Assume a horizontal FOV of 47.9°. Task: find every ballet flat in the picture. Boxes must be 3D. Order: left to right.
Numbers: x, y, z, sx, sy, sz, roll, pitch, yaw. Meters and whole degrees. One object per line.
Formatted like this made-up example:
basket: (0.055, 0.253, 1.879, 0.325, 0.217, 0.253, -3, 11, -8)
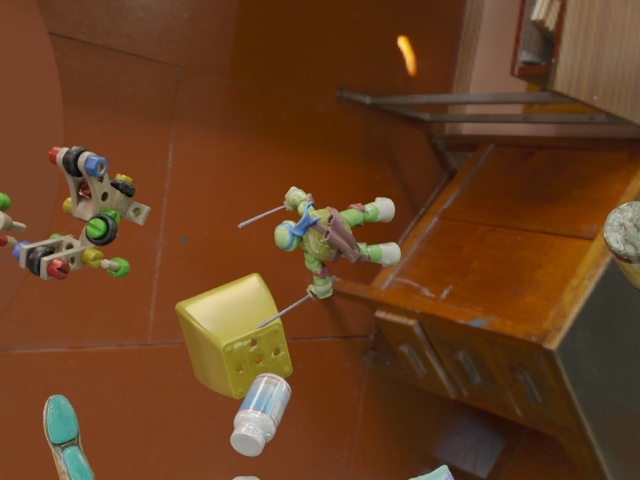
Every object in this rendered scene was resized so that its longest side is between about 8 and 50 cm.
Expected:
ballet flat: (-0.510, 0.411, 1.431, 0.073, 0.067, 0.206, -3, 60, -43)

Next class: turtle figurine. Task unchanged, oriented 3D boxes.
turtle figurine: (0.000, 0.000, 1.369, 0.266, 0.198, 0.275, -4, 141, -31)

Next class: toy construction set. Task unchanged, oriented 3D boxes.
toy construction set: (-0.485, -0.031, 1.412, 0.237, 0.308, 0.258, 29, 54, -72)

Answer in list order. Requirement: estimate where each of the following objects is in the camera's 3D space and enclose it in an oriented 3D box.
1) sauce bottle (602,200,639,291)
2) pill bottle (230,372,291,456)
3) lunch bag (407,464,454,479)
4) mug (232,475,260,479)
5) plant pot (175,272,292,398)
sauce bottle: (0.617, 0.040, 1.331, 0.344, 0.111, 0.112, 32, 76, -49)
pill bottle: (-0.122, 0.350, 1.448, 0.160, 0.087, 0.087, -62, 137, -53)
lunch bag: (0.088, 0.431, 0.879, 0.262, 0.160, 0.224, -10, 68, -42)
mug: (-0.161, 0.538, 1.537, 0.062, 0.078, 0.064, -37, 145, 6)
plant pot: (-0.176, 0.229, 1.610, 0.212, 0.187, 0.212, -21, 116, -21)
